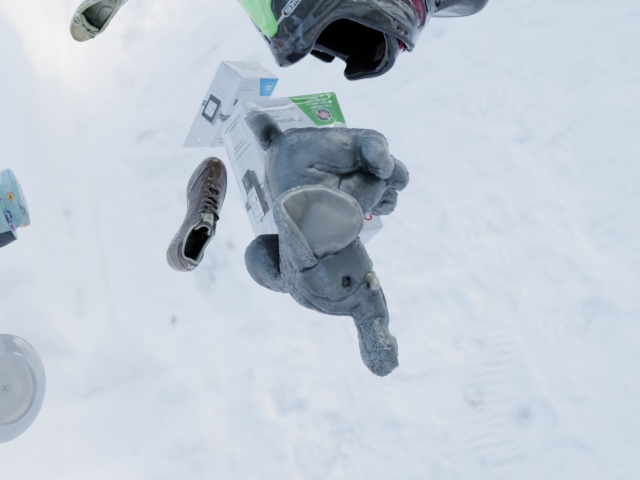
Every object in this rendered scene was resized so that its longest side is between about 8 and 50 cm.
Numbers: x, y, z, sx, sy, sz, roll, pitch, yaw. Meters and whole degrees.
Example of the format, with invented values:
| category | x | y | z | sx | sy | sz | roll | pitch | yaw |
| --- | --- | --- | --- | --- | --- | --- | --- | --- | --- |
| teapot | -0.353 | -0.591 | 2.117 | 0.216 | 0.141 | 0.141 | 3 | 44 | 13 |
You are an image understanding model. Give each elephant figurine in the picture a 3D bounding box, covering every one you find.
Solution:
| category | x | y | z | sx | sy | sz | roll | pitch | yaw |
| --- | --- | --- | --- | --- | --- | --- | --- | --- | --- |
| elephant figurine | 0.000 | 0.000 | 1.267 | 0.186 | 0.169 | 0.239 | 0 | 52 | 24 |

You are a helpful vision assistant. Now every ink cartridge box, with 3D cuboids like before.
| category | x | y | z | sx | sy | sz | roll | pitch | yaw |
| --- | --- | --- | --- | --- | --- | --- | --- | --- | --- |
| ink cartridge box | -0.158 | -0.223 | 2.109 | 0.060 | 0.104 | 0.180 | 41 | 118 | 26 |
| ink cartridge box | -0.025 | -0.082 | 1.599 | 0.153 | 0.208 | 0.087 | -11 | -17 | -31 |

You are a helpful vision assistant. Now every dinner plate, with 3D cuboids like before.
| category | x | y | z | sx | sy | sz | roll | pitch | yaw |
| --- | --- | --- | --- | --- | --- | --- | --- | --- | --- |
| dinner plate | -0.405 | 0.190 | 1.538 | 0.017 | 0.141 | 0.141 | 0 | 47 | 41 |

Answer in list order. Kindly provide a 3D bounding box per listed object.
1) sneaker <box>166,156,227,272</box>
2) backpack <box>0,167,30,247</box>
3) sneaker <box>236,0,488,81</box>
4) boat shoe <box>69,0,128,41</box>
| category | x | y | z | sx | sy | sz | roll | pitch | yaw |
| --- | --- | --- | --- | --- | --- | --- | --- | --- | --- |
| sneaker | -0.175 | -0.038 | 1.845 | 0.071 | 0.066 | 0.188 | 5 | 75 | 57 |
| backpack | -0.668 | -0.079 | 2.411 | 0.144 | 0.188 | 0.166 | -29 | 9 | -12 |
| sneaker | 0.077 | -0.337 | 1.787 | 0.482 | 0.202 | 0.185 | -15 | -6 | -39 |
| boat shoe | -0.362 | -0.364 | 1.942 | 0.153 | 0.056 | 0.048 | -28 | 25 | 37 |
